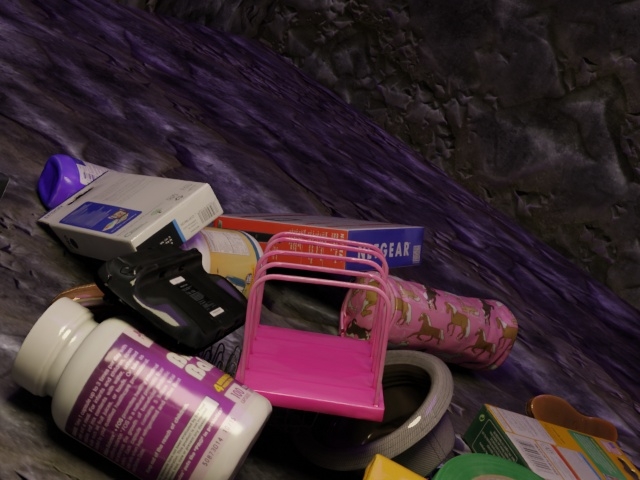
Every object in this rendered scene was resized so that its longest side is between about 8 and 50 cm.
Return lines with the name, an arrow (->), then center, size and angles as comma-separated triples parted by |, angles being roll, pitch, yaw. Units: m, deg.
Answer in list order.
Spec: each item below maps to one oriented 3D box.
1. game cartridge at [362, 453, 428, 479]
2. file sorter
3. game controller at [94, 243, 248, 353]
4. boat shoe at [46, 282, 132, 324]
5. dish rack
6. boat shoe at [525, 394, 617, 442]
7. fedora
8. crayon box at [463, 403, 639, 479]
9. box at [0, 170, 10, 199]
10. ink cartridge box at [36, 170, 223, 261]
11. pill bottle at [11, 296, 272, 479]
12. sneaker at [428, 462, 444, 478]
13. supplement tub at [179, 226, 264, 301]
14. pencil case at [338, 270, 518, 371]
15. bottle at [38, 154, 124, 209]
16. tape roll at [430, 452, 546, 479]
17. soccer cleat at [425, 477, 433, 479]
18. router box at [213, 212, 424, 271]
game cartridge -> 0.167, 0.440, 1.372 | 0.323, 0.053, 0.285 | 26, 42, -1
file sorter -> -0.003, 0.107, 1.606 | 0.202, 0.182, 0.291 | 8, 13, -1
game controller -> -0.191, 0.075, 1.532 | 0.166, 0.067, 0.319 | 46, 11, 4
boat shoe -> -0.284, 0.096, 1.635 | 0.307, 0.111, 0.104 | 12, 38, -56
dish rack -> -0.127, 0.205, 1.650 | 0.271, 0.074, 0.208 | 10, 12, -38
boat shoe -> 0.485, 0.364, 2.245 | 0.207, 0.073, 0.073 | 27, -20, -18
fedora -> 0.098, 0.281, 1.690 | 0.275, 0.244, 0.124 | -4, -55, 50
crayon box -> 0.431, 0.410, 1.990 | 0.322, 0.083, 0.203 | 19, 20, -27
box -> -0.609, -0.101, 1.788 | 0.156, 0.093, 0.158 | 36, 18, 22
ink cartridge box -> -0.316, -0.038, 1.847 | 0.332, 0.165, 0.065 | 12, -45, 51
pill bottle -> -0.226, 0.198, 1.419 | 0.301, 0.169, 0.169 | 31, 18, 4
sneaker -> 0.202, 0.377, 1.805 | 0.098, 0.038, 0.069 | 41, -2, -19
supplement tub -> -0.205, 0.047, 1.915 | 0.199, 0.144, 0.144 | 7, 28, -49
pencil case -> 0.212, 0.165, 2.207 | 0.386, 0.160, 0.167 | 13, 19, -39
bottle -> -0.370, -0.074, 2.080 | 0.282, 0.092, 0.118 | 16, 22, -36
tape roll -> 0.274, 0.443, 1.579 | 0.321, 0.077, 0.321 | 25, 29, -15
soccer cleat -> 0.173, 0.383, 1.743 | 0.083, 0.036, 0.029 | 20, 19, -26
router box -> 0.000, 0.000, 2.256 | 0.301, 0.082, 0.335 | 7, 5, 30
